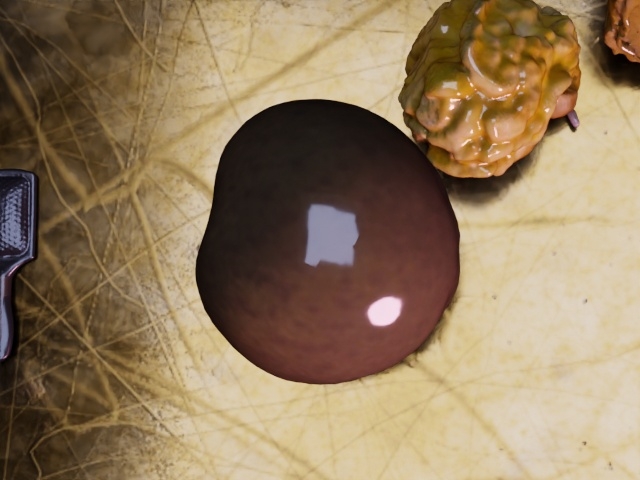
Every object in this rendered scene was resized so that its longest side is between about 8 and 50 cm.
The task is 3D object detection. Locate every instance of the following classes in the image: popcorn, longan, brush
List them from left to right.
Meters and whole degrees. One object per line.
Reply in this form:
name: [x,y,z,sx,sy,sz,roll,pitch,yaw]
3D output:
brush: [-0.310,0.024,1.172,0.063,0.016,0.193,-2,83,8]
longan: [0.000,0.000,1.038,0.248,0.248,0.248,-1,84,7]
popcorn: [0.148,-0.154,1.063,0.194,0.140,0.163,-36,71,-31]

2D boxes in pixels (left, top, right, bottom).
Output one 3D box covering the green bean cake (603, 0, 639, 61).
green bean cake: [0.365,-0.250,1.014,0.230,0.224,0.131,6,58,6]
